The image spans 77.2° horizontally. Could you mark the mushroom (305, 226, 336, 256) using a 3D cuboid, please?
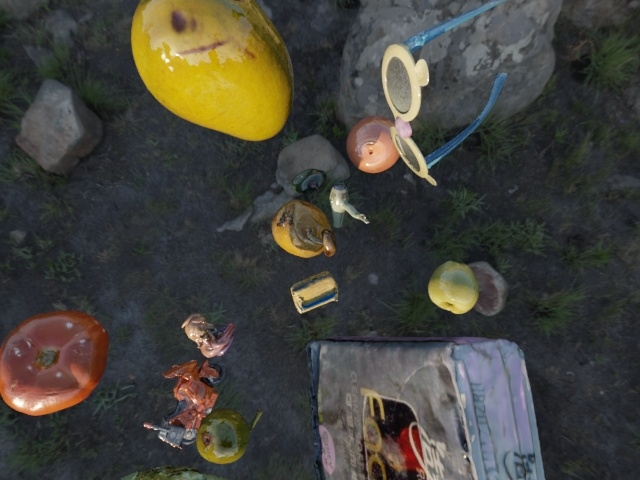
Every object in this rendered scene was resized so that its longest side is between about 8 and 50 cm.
[{"bbox_3d":[0.009,-0.007,1.345,0.129,0.088,0.073,42,107,-11],"label":"mushroom"}]

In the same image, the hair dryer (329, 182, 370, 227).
[{"bbox_3d":[0.093,-0.077,1.330,0.067,0.167,0.199,-22,57,-24],"label":"hair dryer"}]

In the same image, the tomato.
[{"bbox_3d":[-0.671,0.308,1.029,0.260,0.180,0.259,4,69,-12],"label":"tomato"}]

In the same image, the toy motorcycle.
[{"bbox_3d":[-0.497,0.580,1.469,0.221,0.148,0.325,27,76,-19],"label":"toy motorcycle"}]

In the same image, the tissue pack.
[{"bbox_3d":[0.102,0.250,0.511,0.122,0.361,0.259,-2,79,-22],"label":"tissue pack"}]

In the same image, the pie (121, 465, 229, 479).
[{"bbox_3d":[-0.183,0.459,0.630,0.371,0.296,0.078,16,36,0],"label":"pie"}]

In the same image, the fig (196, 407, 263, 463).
[{"bbox_3d":[-0.266,0.552,1.147,0.142,0.186,0.148,-3,65,13],"label":"fig"}]

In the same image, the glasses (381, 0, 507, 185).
[{"bbox_3d":[0.163,-0.209,0.524,0.088,0.189,0.220,28,67,34],"label":"glasses"}]

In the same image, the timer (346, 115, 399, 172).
[{"bbox_3d":[0.222,-0.399,1.663,0.230,0.229,0.215,22,34,2],"label":"timer"}]

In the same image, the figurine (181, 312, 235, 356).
[{"bbox_3d":[-0.325,0.278,1.167,0.157,0.126,0.114,26,59,-30],"label":"figurine"}]

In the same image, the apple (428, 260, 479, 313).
[{"bbox_3d":[0.499,0.176,1.507,0.200,0.200,0.200,1,78,-3],"label":"apple"}]

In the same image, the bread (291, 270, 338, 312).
[{"bbox_3d":[-0.013,0.116,0.921,0.106,0.053,0.072,-20,94,-15],"label":"bread"}]

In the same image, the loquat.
[{"bbox_3d":[-0.070,-0.043,1.491,0.238,0.238,0.193,32,79,4],"label":"loquat"}]

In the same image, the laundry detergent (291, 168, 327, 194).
[{"bbox_3d":[-0.036,-0.237,1.611,0.144,0.222,0.078,-32,108,-8],"label":"laundry detergent"}]

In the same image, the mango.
[{"bbox_3d":[-0.212,-0.370,0.910,0.301,0.445,0.220,-32,60,6],"label":"mango"}]
